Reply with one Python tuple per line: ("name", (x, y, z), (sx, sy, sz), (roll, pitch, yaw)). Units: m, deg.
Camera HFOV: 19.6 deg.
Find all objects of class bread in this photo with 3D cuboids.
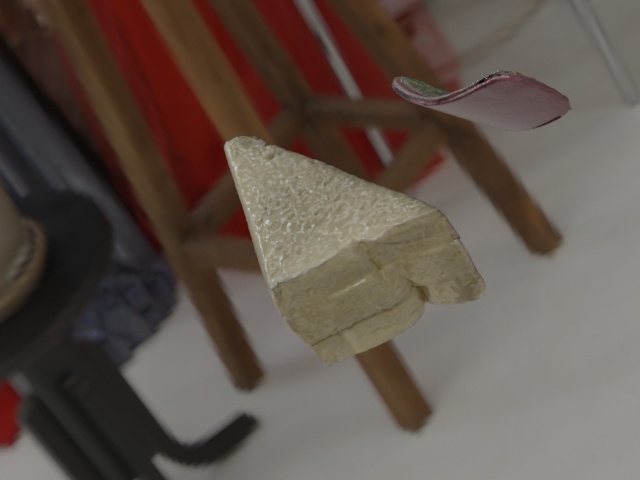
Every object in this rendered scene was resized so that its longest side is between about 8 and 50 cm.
("bread", (0.016, -0.014, 1.035), (0.105, 0.077, 0.152), (-28, 42, 7))

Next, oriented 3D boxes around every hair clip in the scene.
("hair clip", (0.085, -0.077, 1.017), (0.137, 0.054, 0.022), (10, 83, 66))
